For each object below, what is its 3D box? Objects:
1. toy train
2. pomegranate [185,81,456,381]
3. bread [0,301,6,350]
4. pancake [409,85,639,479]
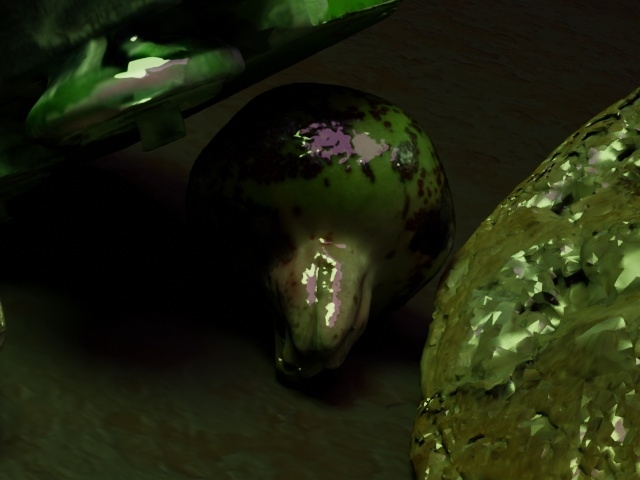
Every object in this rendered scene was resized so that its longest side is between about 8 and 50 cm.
[{"bbox_3d":[-0.111,-0.121,0.875,0.307,0.173,0.249,-22,1,39],"label":"toy train"},{"bbox_3d":[-0.005,0.001,0.875,0.138,0.163,0.125,23,-23,-19],"label":"pomegranate"},{"bbox_3d":[-0.201,0.026,0.703,0.125,0.082,0.106,14,28,-30],"label":"bread"},{"bbox_3d":[0.211,0.009,0.755,0.387,0.082,0.387,-27,28,16],"label":"pancake"}]
